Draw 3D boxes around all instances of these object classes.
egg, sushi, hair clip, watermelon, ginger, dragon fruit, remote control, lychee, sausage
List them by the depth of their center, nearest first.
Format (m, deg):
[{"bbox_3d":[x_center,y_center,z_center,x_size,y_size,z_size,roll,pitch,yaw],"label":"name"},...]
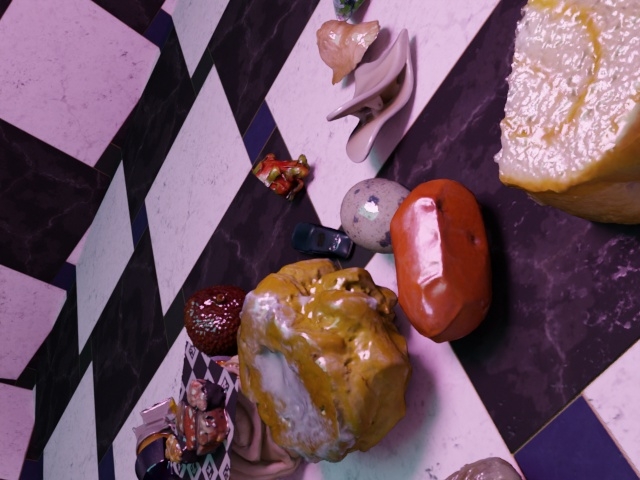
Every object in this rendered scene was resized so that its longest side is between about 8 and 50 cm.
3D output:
[{"bbox_3d":[0.197,0.032,1.074,0.141,0.153,0.268,140,134,-58],"label":"sausage"},{"bbox_3d":[0.121,-0.044,1.239,0.181,0.141,0.141,24,98,40],"label":"egg"},{"bbox_3d":[-0.266,0.378,1.345,0.292,0.059,0.294,11,96,57],"label":"sushi"},{"bbox_3d":[0.109,-0.293,1.388,0.172,0.113,0.282,-25,27,53],"label":"hair clip"},{"bbox_3d":[0.000,0.000,1.489,0.222,0.042,0.072,12,85,57],"label":"remote control"},{"bbox_3d":[0.061,-0.466,1.514,0.115,0.122,0.193,-52,13,-34],"label":"ginger"},{"bbox_3d":[0.073,-0.578,1.596,0.101,0.080,0.155,3,45,22],"label":"watermelon"},{"bbox_3d":[-0.091,-0.157,1.645,0.175,0.138,0.142,-28,76,24],"label":"dragon fruit"},{"bbox_3d":[-0.247,0.203,1.655,0.194,0.194,0.194,-28,54,49],"label":"lychee"}]

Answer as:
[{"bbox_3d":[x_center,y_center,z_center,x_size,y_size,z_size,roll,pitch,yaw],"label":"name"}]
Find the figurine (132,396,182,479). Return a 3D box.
[{"bbox_3d":[-0.438,0.590,1.817,0.308,0.143,0.309,-179,90,-71],"label":"figurine"}]

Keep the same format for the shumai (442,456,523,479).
[{"bbox_3d":[0.227,0.444,0.883,0.225,0.222,0.261,-36,11,30],"label":"shumai"}]

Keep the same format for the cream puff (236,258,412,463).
[{"bbox_3d":[0.025,0.197,1.195,0.378,0.275,0.378,23,122,42],"label":"cream puff"}]

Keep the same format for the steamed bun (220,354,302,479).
[{"bbox_3d":[-0.155,0.368,1.401,0.289,0.203,0.276,-53,44,20],"label":"steamed bun"}]

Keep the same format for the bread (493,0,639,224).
[{"bbox_3d":[0.400,-0.220,0.808,0.264,0.239,0.395,7,81,53],"label":"bread"}]

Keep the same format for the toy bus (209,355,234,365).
[{"bbox_3d":[-0.253,0.384,1.633,0.209,0.126,0.136,-47,42,39],"label":"toy bus"}]
